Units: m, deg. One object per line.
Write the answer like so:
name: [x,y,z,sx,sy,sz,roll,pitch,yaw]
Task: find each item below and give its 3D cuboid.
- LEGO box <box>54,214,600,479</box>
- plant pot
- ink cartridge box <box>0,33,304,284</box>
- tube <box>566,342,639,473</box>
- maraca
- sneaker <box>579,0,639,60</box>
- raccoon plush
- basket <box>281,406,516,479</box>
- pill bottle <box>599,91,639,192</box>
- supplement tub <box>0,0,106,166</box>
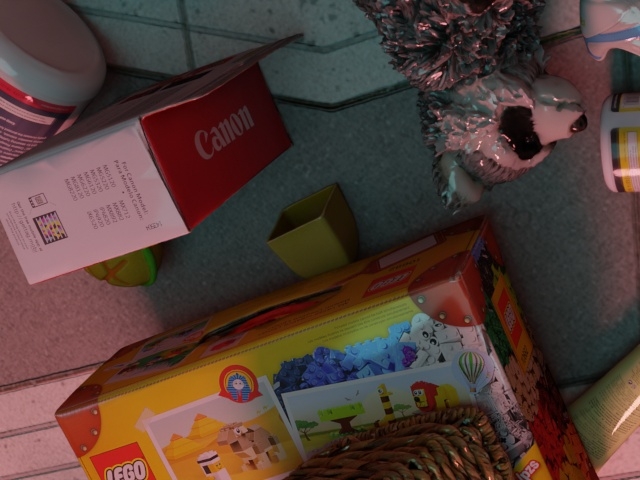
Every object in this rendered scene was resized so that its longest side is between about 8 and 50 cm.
LEGO box: [0.020,0.242,1.473,0.500,0.193,0.373,-21,102,22]
plant pot: [0.000,0.000,1.518,0.081,0.081,0.083,-25,111,26]
ink cartridge box: [-0.158,-0.096,1.405,0.271,0.309,0.130,-17,104,25]
tube: [0.331,0.190,1.488,0.240,0.062,0.070,-54,43,33]
maraca: [-0.266,-0.011,1.599,0.185,0.099,0.127,34,144,24]
sneaker: [0.372,-0.223,1.298,0.228,0.087,0.092,5,119,25]
raccoon plush: [0.093,-0.241,1.377,0.446,0.216,0.299,40,138,35]
basket: [0.083,0.342,1.333,0.213,0.223,0.299,-8,111,53]
pill bottle: [0.381,-0.103,1.324,0.184,0.103,0.103,-2,110,21]
supplement tub: [-0.396,-0.157,1.534,0.191,0.191,0.272,44,118,-1]
